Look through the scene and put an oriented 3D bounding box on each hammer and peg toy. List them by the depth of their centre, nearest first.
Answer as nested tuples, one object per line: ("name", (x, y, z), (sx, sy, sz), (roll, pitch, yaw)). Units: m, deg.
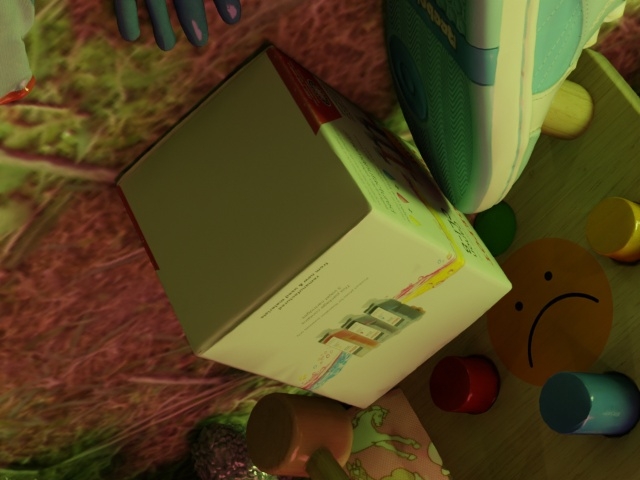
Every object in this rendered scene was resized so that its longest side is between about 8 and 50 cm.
("hammer and peg toy", (0.124, 0.089, 0.849), (0.127, 0.266, 0.361), (9, 130, -46))

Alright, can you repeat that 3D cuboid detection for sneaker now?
("sneaker", (0.148, -0.148, 0.673), (0.208, 0.127, 0.319), (-20, 148, -14))

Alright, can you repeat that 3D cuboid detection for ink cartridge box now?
("ink cartridge box", (0.000, 0.000, 0.754), (0.127, 0.128, 0.176), (-40, 148, 15))

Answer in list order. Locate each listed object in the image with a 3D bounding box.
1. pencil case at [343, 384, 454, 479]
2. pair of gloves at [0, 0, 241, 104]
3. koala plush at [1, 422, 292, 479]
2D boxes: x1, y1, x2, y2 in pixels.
("pencil case", (0.174, 0.115, 1.023), (0.386, 0.167, 0.160), (-33, 140, 4))
("pair of gloves", (-0.111, -0.130, 0.584), (0.198, 0.023, 0.159), (-22, 149, -12))
("koala plush", (-0.129, 0.252, 0.946), (0.203, 0.196, 0.221), (-39, 148, 24))
